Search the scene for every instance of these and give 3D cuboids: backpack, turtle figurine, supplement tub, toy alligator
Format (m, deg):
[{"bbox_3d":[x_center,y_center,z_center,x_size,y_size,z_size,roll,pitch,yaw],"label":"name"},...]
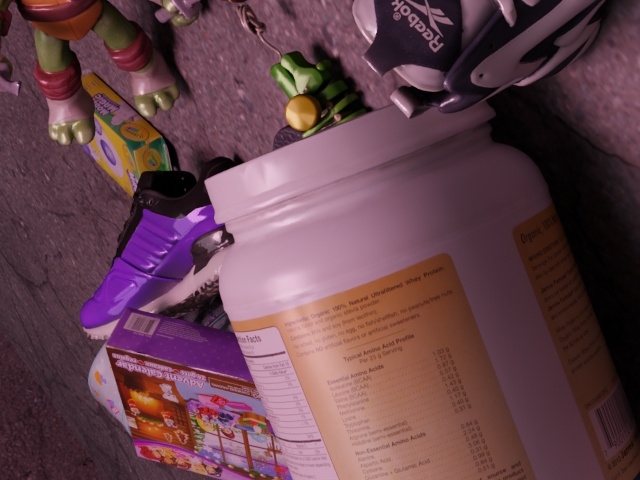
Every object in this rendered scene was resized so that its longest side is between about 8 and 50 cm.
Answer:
[{"bbox_3d":[-0.172,0.148,1.493,0.144,0.188,0.166,48,154,23],"label":"backpack"},{"bbox_3d":[-0.211,-0.169,1.151,0.274,0.198,0.266,32,162,21],"label":"turtle figurine"},{"bbox_3d":[0.069,0.071,0.843,0.228,0.228,0.316,-13,98,66],"label":"supplement tub"},{"bbox_3d":[0.000,-0.116,1.007,0.051,0.056,0.190,-29,91,25],"label":"toy alligator"}]

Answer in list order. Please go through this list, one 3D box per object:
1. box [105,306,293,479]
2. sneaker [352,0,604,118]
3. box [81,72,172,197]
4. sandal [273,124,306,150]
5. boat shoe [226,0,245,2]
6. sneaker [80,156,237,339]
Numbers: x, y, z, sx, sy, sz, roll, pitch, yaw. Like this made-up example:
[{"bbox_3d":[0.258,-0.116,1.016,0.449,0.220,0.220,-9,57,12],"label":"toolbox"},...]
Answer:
[{"bbox_3d":[-0.063,0.182,1.302,0.293,0.057,0.201,12,140,16],"label":"box"},{"bbox_3d":[0.090,-0.143,0.655,0.094,0.153,0.235,51,156,12],"label":"sneaker"},{"bbox_3d":[-0.226,-0.107,1.475,0.179,0.043,0.105,39,151,35],"label":"box"},{"bbox_3d":[0.001,0.000,1.156,0.097,0.054,0.254,36,139,28],"label":"sandal"},{"bbox_3d":[-0.068,-0.298,0.828,0.120,0.122,0.324,34,148,38],"label":"boat shoe"},{"bbox_3d":[-0.163,0.001,1.338,0.293,0.102,0.146,-29,82,38],"label":"sneaker"}]
